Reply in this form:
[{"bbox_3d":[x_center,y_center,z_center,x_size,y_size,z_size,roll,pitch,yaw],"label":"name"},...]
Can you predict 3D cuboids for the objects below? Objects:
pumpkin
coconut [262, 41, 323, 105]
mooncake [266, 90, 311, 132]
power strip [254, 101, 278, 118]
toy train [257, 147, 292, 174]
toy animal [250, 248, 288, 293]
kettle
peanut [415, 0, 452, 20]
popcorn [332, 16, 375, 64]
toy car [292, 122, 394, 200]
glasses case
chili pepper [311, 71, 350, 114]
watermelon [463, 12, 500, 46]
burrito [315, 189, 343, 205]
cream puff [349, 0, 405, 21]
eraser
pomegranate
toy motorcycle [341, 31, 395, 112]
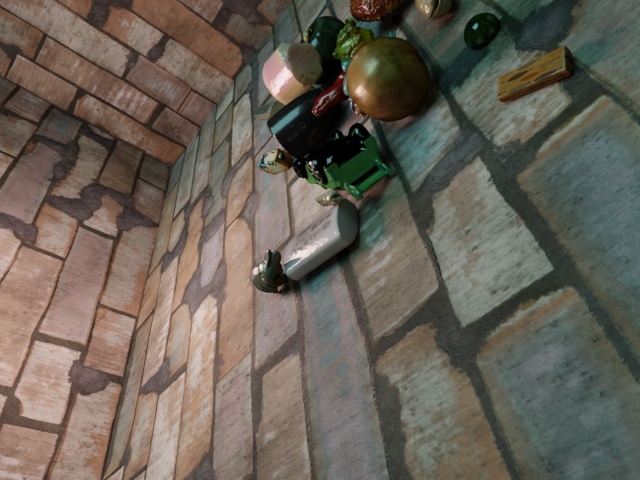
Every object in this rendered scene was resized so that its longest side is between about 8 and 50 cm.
[{"bbox_3d":[0.001,-0.842,2.138,0.300,0.207,0.300,-43,33,36],"label":"pumpkin"},{"bbox_3d":[-0.117,-0.682,1.990,0.245,0.233,0.233,-24,46,55],"label":"coconut"},{"bbox_3d":[-0.129,-0.583,2.206,0.275,0.135,0.275,-39,32,32],"label":"mooncake"},{"bbox_3d":[-0.299,-0.712,2.672,0.286,0.048,0.080,17,79,62],"label":"power strip"},{"bbox_3d":[-0.201,-0.349,2.152,0.188,0.099,0.072,-6,63,55],"label":"toy train"},{"bbox_3d":[-0.178,0.109,1.624,0.236,0.138,0.108,86,-165,-72],"label":"toy animal"},{"bbox_3d":[-0.046,-0.503,1.956,0.290,0.207,0.268,-41,19,15],"label":"kettle"},{"bbox_3d":[0.384,-0.846,1.631,0.130,0.130,0.290,-30,42,43],"label":"peanut"},{"bbox_3d":[0.129,-0.784,1.954,0.198,0.156,0.197,-34,49,52],"label":"popcorn"},{"bbox_3d":[0.064,-0.244,1.564,0.213,0.176,0.359,-39,18,-14],"label":"toy car"},{"bbox_3d":[0.501,-0.384,1.136,0.170,0.041,0.064,-15,65,52],"label":"glasses case"},{"bbox_3d":[0.123,-0.584,1.770,0.388,0.110,0.110,-34,32,1],"label":"chili pepper"},{"bbox_3d":[0.452,-0.608,1.382,0.105,0.062,0.105,-32,41,33],"label":"watermelon"},{"bbox_3d":[0.028,-0.129,1.505,0.188,0.058,0.045,178,113,-75],"label":"burrito"},{"bbox_3d":[0.226,-0.956,1.890,0.240,0.163,0.240,-8,38,6],"label":"cream puff"},{"bbox_3d":[0.000,0.000,1.541,0.270,0.095,0.174,-35,32,37],"label":"eraser"},{"bbox_3d":[0.197,-0.480,1.490,0.270,0.252,0.228,-33,60,37],"label":"pomegranate"},{"bbox_3d":[0.176,-0.576,1.656,0.296,0.198,0.109,-39,31,33],"label":"toy motorcycle"}]
